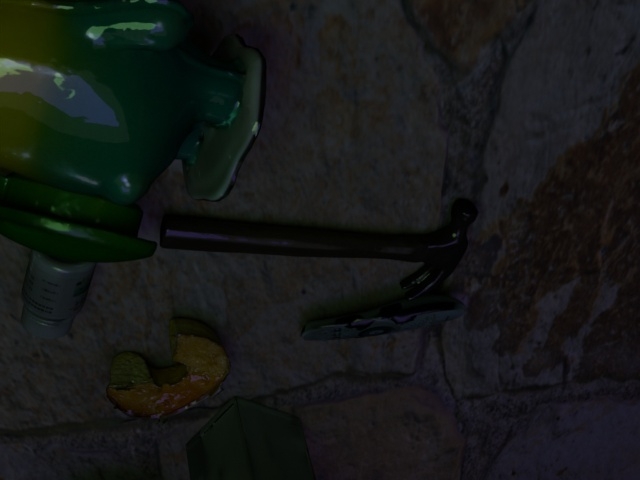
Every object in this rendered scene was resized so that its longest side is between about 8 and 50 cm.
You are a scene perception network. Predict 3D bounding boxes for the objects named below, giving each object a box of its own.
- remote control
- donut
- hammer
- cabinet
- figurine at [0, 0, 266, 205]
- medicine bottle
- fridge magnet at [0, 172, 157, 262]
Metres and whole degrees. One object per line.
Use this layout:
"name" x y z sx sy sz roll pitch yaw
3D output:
"remote control" 0.096 0.119 1.249 0.256 0.045 0.097 -9 159 -7
"donut" -0.218 0.191 1.202 0.181 0.078 0.146 -39 131 8
"hammer" 0.000 0.000 1.128 0.440 0.044 0.168 5 126 -20
"cabinet" -0.106 0.392 1.316 0.150 0.206 0.145 28 116 -34
"figurine" -0.244 -0.150 0.792 0.340 0.231 0.324 9 155 -29
"medicine bottle" -0.338 0.059 1.045 0.080 0.080 0.130 9 126 -24
"fridge magnet" -0.288 -0.023 0.932 0.208 0.208 0.088 16 87 -28
